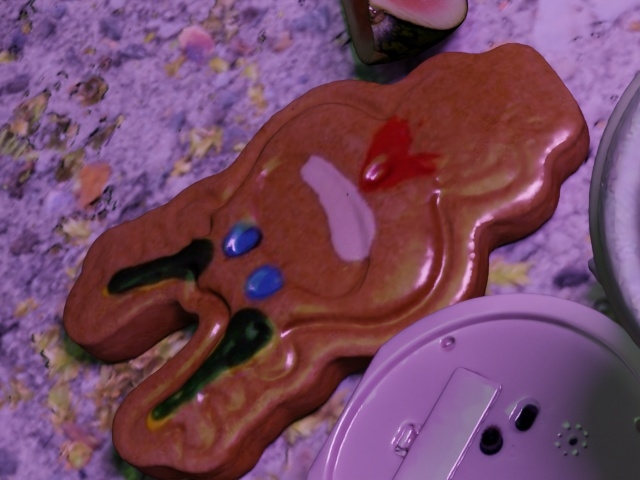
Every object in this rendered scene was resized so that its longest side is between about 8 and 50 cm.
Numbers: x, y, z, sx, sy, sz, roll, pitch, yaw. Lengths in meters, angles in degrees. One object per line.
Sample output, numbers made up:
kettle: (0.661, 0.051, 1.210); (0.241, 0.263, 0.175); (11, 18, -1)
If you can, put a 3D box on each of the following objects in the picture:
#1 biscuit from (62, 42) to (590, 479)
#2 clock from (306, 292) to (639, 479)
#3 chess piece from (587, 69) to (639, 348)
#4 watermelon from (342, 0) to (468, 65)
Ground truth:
biscuit: (0.000, 0.000, 1.013); (0.334, 0.047, 0.202); (-32, 51, 8)
clock: (0.094, 0.128, 0.869); (0.197, 0.068, 0.197); (-14, 55, 21)
chess piece: (0.201, -0.020, 0.780); (0.176, 0.298, 0.176); (0, 93, 5)
watermelon: (0.036, -0.151, 1.072); (0.069, 0.087, 0.163); (-50, 30, 29)
